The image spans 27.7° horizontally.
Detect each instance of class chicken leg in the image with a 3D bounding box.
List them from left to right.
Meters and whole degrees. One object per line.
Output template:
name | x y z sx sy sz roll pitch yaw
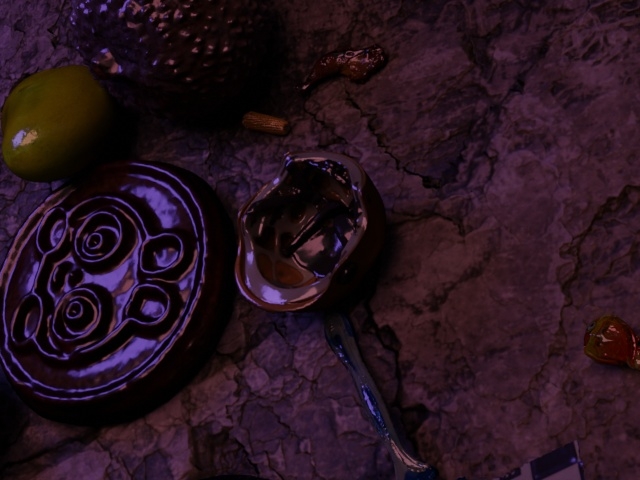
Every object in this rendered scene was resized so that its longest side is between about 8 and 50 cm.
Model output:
chicken leg | 0.028 -0.248 1.868 0.145 0.037 0.062 -9 74 24

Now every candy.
candy | 0.377 0.149 1.443 0.201 0.060 0.060 35 85 29

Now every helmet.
helmet | 0.000 0.000 1.686 0.198 0.130 0.224 28 91 41

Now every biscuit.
biscuit | -0.305 0.064 1.854 0.407 0.091 0.407 -13 58 23

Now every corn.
corn | -0.082 -0.169 1.889 0.083 0.027 0.028 17 90 33

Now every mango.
mango | -0.391 -0.175 1.966 0.185 0.149 0.273 -25 24 -4

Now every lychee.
lychee | -0.219 -0.321 1.892 0.300 0.300 0.300 -14 59 24

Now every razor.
razor | 0.070 0.200 1.584 0.093 0.056 0.324 -37 52 10

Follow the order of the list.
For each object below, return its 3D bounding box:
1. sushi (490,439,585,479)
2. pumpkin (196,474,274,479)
sushi | 0.195 0.435 1.351 0.343 0.064 0.359 -38 46 41
pumpkin | -0.100 0.370 1.494 0.233 0.163 0.233 -10 29 5
